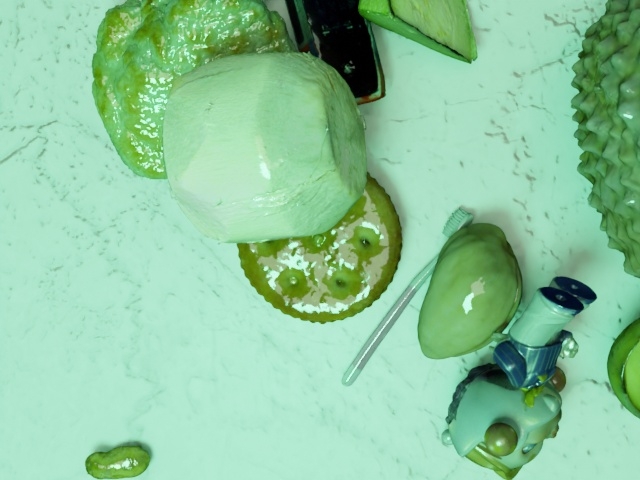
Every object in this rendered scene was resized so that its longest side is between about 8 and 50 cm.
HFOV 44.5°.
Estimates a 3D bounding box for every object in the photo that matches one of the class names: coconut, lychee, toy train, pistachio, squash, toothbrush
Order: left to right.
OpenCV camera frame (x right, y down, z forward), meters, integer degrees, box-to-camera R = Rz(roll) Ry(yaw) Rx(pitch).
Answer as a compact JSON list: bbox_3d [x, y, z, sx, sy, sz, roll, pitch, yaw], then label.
[{"bbox_3d":[-0.076,-0.102,0.879,0.230,0.227,0.227,-7,95,20],"label":"coconut"},{"bbox_3d":[-0.015,-0.362,0.968,0.086,0.089,0.410,-17,95,-18],"label":"toy train"},{"bbox_3d":[0.098,-0.304,0.943,0.085,0.192,0.184,-19,69,37],"label":"squash"},{"bbox_3d":[0.110,0.078,1.036,0.025,0.020,0.286,41,101,33],"label":"toothbrush"},{"bbox_3d":[0.185,0.069,0.981,0.124,0.124,0.185,33,104,2],"label":"pistachio"},{"bbox_3d":[0.453,-0.103,0.810,0.380,0.380,0.432,-42,68,9],"label":"lychee"}]

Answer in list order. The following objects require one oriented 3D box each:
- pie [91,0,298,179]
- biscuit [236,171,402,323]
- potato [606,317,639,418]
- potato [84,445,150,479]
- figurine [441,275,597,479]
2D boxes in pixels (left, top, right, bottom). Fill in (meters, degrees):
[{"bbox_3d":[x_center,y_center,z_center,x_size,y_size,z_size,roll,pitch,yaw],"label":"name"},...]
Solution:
[{"bbox_3d":[-0.156,-0.204,0.997,0.274,0.105,0.257,-23,102,9],"label":"pie"},{"bbox_3d":[0.000,0.000,1.019,0.220,0.066,0.221,0,93,7],"label":"biscuit"},{"bbox_3d":[0.470,0.139,0.956,0.271,0.111,0.160,-10,103,-6],"label":"potato"},{"bbox_3d":[-0.284,0.312,1.096,0.092,0.046,0.045,-9,80,-3],"label":"potato"},{"bbox_3d":[0.235,0.172,0.939,0.133,0.194,0.274,29,143,25],"label":"figurine"}]
